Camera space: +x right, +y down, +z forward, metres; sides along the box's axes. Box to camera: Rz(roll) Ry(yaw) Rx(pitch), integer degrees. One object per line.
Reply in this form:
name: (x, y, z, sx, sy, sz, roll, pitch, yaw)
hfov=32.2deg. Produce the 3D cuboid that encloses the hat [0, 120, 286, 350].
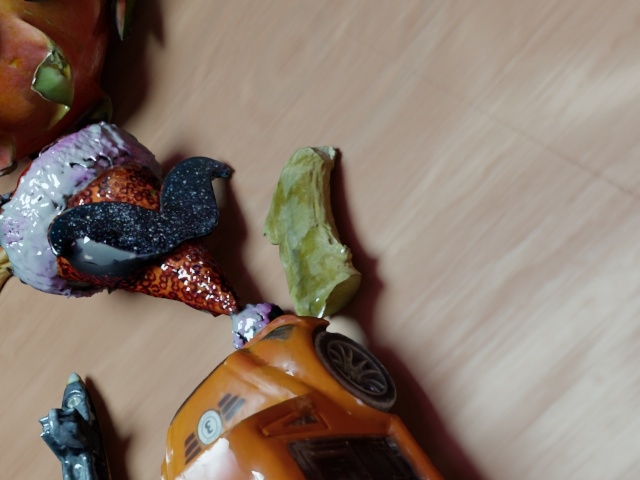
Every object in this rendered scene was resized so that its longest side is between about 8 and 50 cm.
hat: (-0.117, 0.012, 0.735, 0.227, 0.140, 0.129, 31, 109, 28)

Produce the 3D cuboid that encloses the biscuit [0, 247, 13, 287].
biscuit: (-0.333, 0.068, 0.952, 0.165, 0.036, 0.250, 34, 101, 42)

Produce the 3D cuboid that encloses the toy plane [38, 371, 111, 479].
toy plane: (-0.144, 0.208, 0.712, 0.204, 0.103, 0.316, -18, 58, 0)

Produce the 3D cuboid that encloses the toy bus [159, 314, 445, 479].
toy bus: (0.012, 0.186, 0.537, 0.143, 0.153, 0.329, -50, 57, 21)

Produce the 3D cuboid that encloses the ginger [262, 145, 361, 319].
ginger: (-0.004, 0.003, 0.688, 0.057, 0.044, 0.137, 119, 145, -50)

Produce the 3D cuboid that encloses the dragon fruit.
dragon fruit: (-0.256, -0.152, 0.835, 0.224, 0.224, 0.227, -18, 62, 36)
